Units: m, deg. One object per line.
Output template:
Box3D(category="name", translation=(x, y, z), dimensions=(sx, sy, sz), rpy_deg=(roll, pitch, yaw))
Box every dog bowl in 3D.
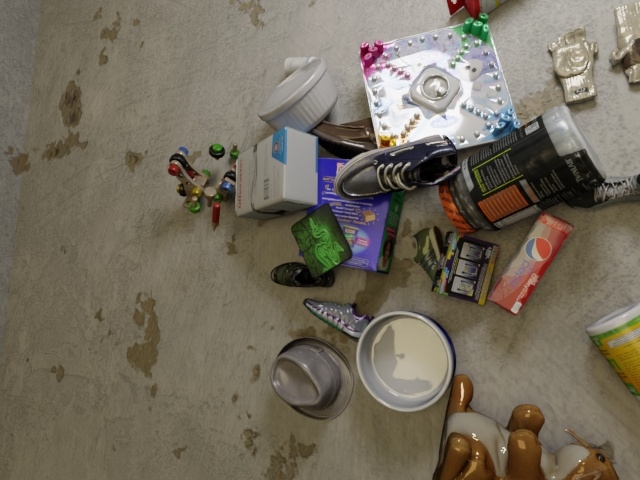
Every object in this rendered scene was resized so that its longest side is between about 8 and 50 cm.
Box3D(category="dog bowl", translation=(0.240, 0.331, 1.158), dimensions=(0.264, 0.104, 0.265), rpy_deg=(-4, 81, 25))

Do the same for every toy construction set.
Box3D(category="toy construction set", translation=(-0.413, -0.167, 1.500), dimensions=(0.237, 0.257, 0.309), rpy_deg=(113, 148, -52))

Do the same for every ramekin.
Box3D(category="ramekin", translation=(-0.063, -0.451, 1.342), dimensions=(0.272, 0.127, 0.273), rpy_deg=(-31, 32, 22))

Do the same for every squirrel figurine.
Box3D(category="squirrel figurine", translation=(0.464, 0.580, 0.966), dimensions=(0.369, 0.281, 0.398), rpy_deg=(12, 102, 16))

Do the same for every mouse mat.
Box3D(category="mouse mat", translation=(0.000, 0.000, 1.241), dimensions=(0.152, 0.007, 0.190), rpy_deg=(-33, 70, 21))

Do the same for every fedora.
Box3D(category="fedora", translation=(-0.048, 0.429, 1.269), dimensions=(0.275, 0.124, 0.244), rpy_deg=(32, 97, 26))

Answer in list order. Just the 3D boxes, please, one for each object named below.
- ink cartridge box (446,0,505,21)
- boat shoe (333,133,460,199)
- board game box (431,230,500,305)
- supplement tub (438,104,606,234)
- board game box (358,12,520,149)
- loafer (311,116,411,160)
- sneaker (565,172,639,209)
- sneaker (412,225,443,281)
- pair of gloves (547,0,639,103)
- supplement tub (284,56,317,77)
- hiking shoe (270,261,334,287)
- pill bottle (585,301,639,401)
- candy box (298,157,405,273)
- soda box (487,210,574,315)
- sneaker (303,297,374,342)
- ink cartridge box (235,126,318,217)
Box3D(category="ink cartridge box", translation=(0.481, -0.728, 1.176), dimensions=(0.230, 0.134, 0.078), rpy_deg=(-31, 71, 19))
Box3D(category="boat shoe", translation=(0.195, -0.179, 1.077), dimensions=(0.340, 0.158, 0.127), rpy_deg=(-21, 111, 10))
Box3D(category="board game box", translation=(0.391, 0.075, 1.116), dimensions=(0.140, 0.048, 0.171), rpy_deg=(16, 89, -10))
Box3D(category="supplement tub", translation=(0.483, -0.156, 1.027), dimensions=(0.337, 0.207, 0.207), rpy_deg=(-29, 70, 37))
Box3D(category="board game box", translation=(0.331, -0.442, 1.188), dimensions=(0.389, 0.050, 0.391), rpy_deg=(-11, 76, 7))
Box3D(category="loafer", translation=(0.148, -0.318, 1.291), dimensions=(0.365, 0.134, 0.130), rpy_deg=(18, 83, 16))
Box3D(category="sneaker", translation=(0.713, -0.131, 0.982), dimensions=(0.228, 0.132, 0.086), rpy_deg=(-6, 80, 24))
Box3D(category="sneaker", translation=(0.314, 0.060, 1.190), dimensions=(0.086, 0.064, 0.192), rpy_deg=(-14, 81, 38))
Box3D(category="pair of gloves", translation=(0.739, -0.480, 1.071), dimensions=(0.239, 0.042, 0.204), rpy_deg=(-17, 79, 24))
Box3D(category="supplement tub", translation=(-0.066, -0.609, 1.454), dimensions=(0.107, 0.071, 0.071), rpy_deg=(11, 88, 27))
Box3D(category="hiking shoe", translation=(-0.076, 0.108, 1.333), dimensions=(0.226, 0.114, 0.086), rpy_deg=(-1, 82, 25))
Box3D(category="pill bottle", translation=(0.730, 0.274, 0.914), dimensions=(0.136, 0.136, 0.246), rpy_deg=(-35, 69, 17))
Box3D(category="candy box", translation=(0.100, -0.079, 1.273), dimensions=(0.268, 0.122, 0.318), rpy_deg=(11, 89, 27))
Box3D(category="soda box", translation=(0.535, 0.061, 1.062), dimensions=(0.083, 0.092, 0.264), rpy_deg=(33, 98, 24))
Box3D(category="sneaker", translation=(0.055, 0.223, 1.290), dimensions=(0.223, 0.083, 0.098), rpy_deg=(29, 75, 21))
Box3D(category="ink cartridge box", translation=(-0.148, -0.201, 1.340), dimensions=(0.307, 0.128, 0.224), rpy_deg=(-10, 77, 51))
